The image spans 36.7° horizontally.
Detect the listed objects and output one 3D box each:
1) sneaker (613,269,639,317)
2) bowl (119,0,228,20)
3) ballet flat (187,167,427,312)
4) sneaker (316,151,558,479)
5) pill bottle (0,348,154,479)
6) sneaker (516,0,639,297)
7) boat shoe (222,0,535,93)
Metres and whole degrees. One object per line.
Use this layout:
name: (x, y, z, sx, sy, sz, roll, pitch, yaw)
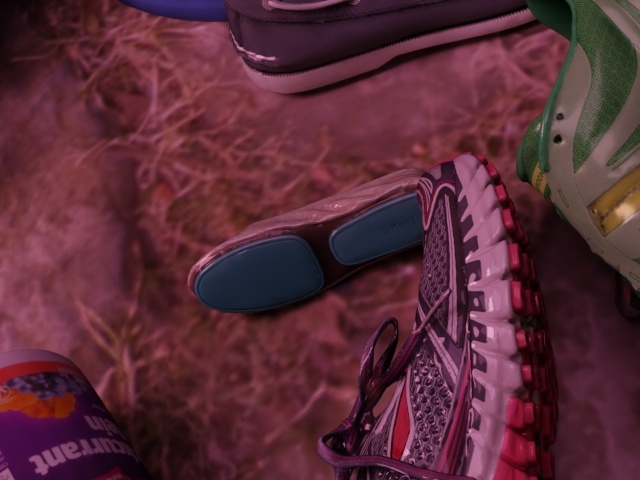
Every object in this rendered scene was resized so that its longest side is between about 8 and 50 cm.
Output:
sneaker: (0.198, -0.007, 0.531, 0.057, 0.047, 0.119, 19, 68, 16)
bowl: (-0.050, -0.357, 0.817, 0.391, 0.077, 0.391, -9, 56, 14)
ballet flat: (0.000, 0.000, 0.597, 0.168, 0.057, 0.052, -18, 27, 4)
sneaker: (0.056, 0.087, 0.471, 0.112, 0.121, 0.299, -5, 58, 19)
pill bottle: (-0.132, 0.156, 0.500, 0.108, 0.108, 0.193, -40, 55, -7)
sneaker: (0.163, -0.021, 0.470, 0.123, 0.109, 0.296, -12, 68, 15)
boat shoe: (0.082, -0.204, 0.658, 0.319, 0.099, 0.116, -22, 51, 4)
